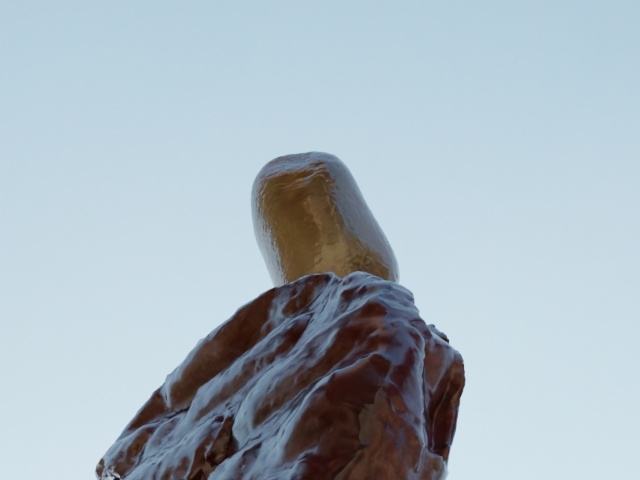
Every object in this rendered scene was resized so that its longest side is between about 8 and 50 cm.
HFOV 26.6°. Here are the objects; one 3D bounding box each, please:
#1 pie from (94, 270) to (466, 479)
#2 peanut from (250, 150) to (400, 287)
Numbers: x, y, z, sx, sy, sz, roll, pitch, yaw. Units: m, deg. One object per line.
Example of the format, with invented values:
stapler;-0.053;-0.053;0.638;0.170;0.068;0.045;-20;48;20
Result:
pie;-0.035;0.101;0.453;0.054;0.219;0.204;41;-41;-16
peanut;0.000;0.000;0.839;0.076;0.152;0.076;-15;-37;-11
